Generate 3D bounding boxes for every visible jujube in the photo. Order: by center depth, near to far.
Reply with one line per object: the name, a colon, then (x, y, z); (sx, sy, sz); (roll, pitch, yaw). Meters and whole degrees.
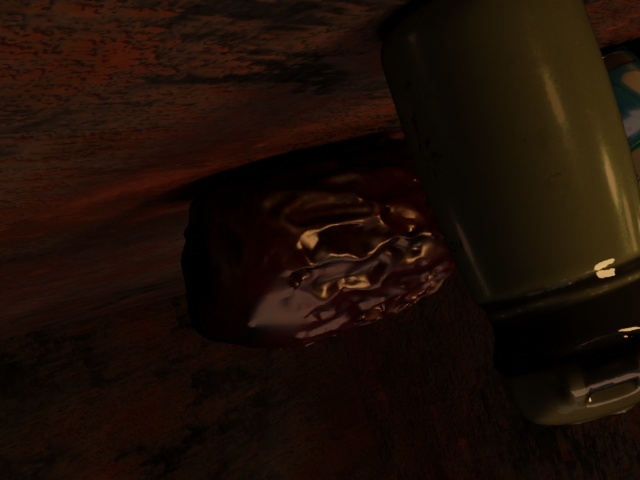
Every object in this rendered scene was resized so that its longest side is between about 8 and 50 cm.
jujube: (0.000, 0.000, 1.224); (0.376, 0.259, 0.258); (-23, 178, -17)

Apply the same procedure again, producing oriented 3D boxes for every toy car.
toy car: (0.407, -0.119, 1.237); (0.314, 0.166, 0.198); (20, 130, -43)

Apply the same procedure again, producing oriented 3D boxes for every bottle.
bottle: (0.171, -0.024, 0.762); (0.168, 0.347, 0.168); (-17, 177, -1)
